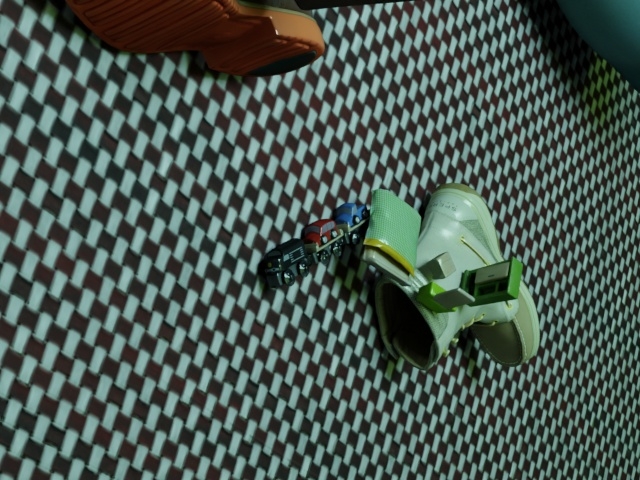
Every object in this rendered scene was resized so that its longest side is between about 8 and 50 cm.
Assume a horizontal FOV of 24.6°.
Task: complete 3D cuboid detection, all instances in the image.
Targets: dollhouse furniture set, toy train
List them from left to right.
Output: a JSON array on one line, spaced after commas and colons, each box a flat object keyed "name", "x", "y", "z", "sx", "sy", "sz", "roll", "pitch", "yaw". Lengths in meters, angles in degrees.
[{"name": "toy train", "x": 0.000, "y": 0.000, "z": 1.256, "sx": 0.158, "sy": 0.027, "sz": 0.036, "roll": -31, "pitch": 108, "yaw": -52}, {"name": "dollhouse furniture set", "x": 0.108, "y": 0.013, "z": 1.305, "sx": 0.151, "sy": 0.058, "sz": 0.076, "roll": 33, "pitch": 56, "yaw": -33}]

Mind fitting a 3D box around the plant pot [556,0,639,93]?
[{"name": "plant pot", "x": 0.359, "y": -0.312, "z": 1.588, "sx": 0.255, "sy": 0.271, "sz": 0.272, "roll": 22, "pitch": 74, "yaw": -40}]

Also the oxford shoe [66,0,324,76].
[{"name": "oxford shoe", "x": -0.097, "y": -0.189, "z": 1.050, "sx": 0.271, "sy": 0.097, "sz": 0.098, "roll": 13, "pitch": 62, "yaw": -61}]

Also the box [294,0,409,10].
[{"name": "box", "x": 0.063, "y": -0.366, "z": 1.045, "sx": 0.191, "sy": 0.143, "sz": 0.381, "roll": 55, "pitch": 50, "yaw": -41}]

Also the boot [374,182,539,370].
[{"name": "boot", "x": 0.131, "y": 0.074, "z": 1.416, "sx": 0.165, "sy": 0.077, "sz": 0.213, "roll": -54, "pitch": 128, "yaw": -41}]
